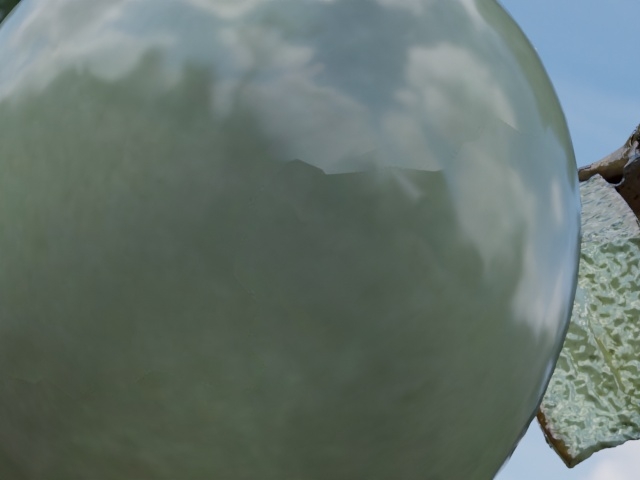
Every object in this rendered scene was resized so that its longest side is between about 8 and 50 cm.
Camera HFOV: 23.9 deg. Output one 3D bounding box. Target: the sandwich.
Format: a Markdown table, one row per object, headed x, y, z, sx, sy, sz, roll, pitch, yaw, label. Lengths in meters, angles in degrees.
| x | y | z | sx | sy | sz | roll | pitch | yaw | label |
| --- | --- | --- | --- | --- | --- | --- | --- | --- | --- |
| 0.140 | 0.029 | 0.849 | 0.258 | 0.094 | 0.096 | -98 | 165 | -72 | sandwich |

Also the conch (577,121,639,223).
| x | y | z | sx | sy | sz | roll | pitch | yaw | label |
| --- | --- | --- | --- | --- | --- | --- | --- | --- | --- |
| 0.273 | -0.054 | 1.282 | 0.080 | 0.086 | 0.232 | 46 | -43 | -2 | conch |

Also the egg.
| x | y | z | sx | sy | sz | roll | pitch | yaw | label |
| --- | --- | --- | --- | --- | --- | --- | --- | --- | --- |
| -0.035 | 0.017 | 0.607 | 0.258 | 0.258 | 0.352 | 23 | -30 | -8 | egg |

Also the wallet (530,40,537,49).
| x | y | z | sx | sy | sz | roll | pitch | yaw | label |
| --- | --- | --- | --- | --- | --- | --- | --- | --- | --- |
| 0.082 | -0.146 | 1.140 | 0.155 | 0.039 | 0.110 | 13 | 14 | 3 | wallet |
